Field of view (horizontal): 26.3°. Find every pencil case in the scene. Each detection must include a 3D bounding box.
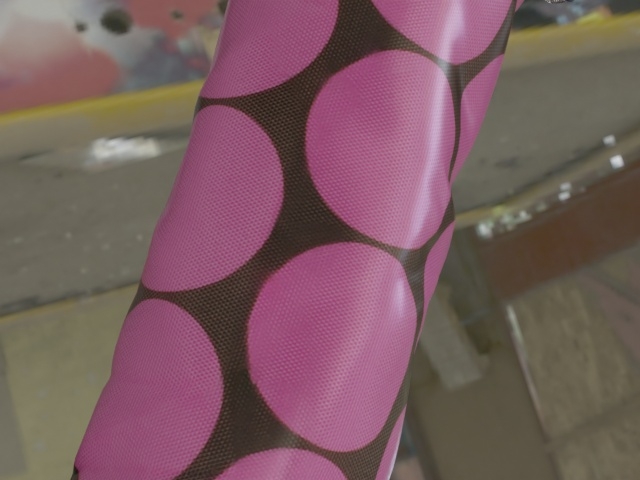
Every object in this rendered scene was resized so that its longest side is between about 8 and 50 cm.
[{"bbox_3d":[0.000,0.000,0.385,0.095,0.209,0.098,19,164,3],"label":"pencil case"}]
